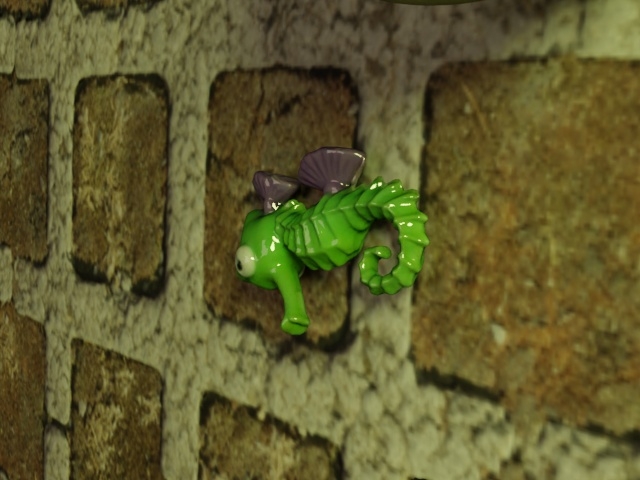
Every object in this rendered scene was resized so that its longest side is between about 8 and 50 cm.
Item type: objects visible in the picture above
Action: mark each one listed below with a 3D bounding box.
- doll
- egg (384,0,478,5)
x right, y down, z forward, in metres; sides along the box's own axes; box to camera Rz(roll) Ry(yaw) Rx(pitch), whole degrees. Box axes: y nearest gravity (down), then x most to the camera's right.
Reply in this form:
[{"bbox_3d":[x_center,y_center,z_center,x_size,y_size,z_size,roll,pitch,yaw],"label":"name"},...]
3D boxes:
[{"bbox_3d":[0.000,0.000,0.715,0.190,0.050,0.115,-16,75,51],"label":"doll"},{"bbox_3d":[0.063,-0.214,0.476,0.269,0.219,0.219,-14,81,52],"label":"egg"}]
